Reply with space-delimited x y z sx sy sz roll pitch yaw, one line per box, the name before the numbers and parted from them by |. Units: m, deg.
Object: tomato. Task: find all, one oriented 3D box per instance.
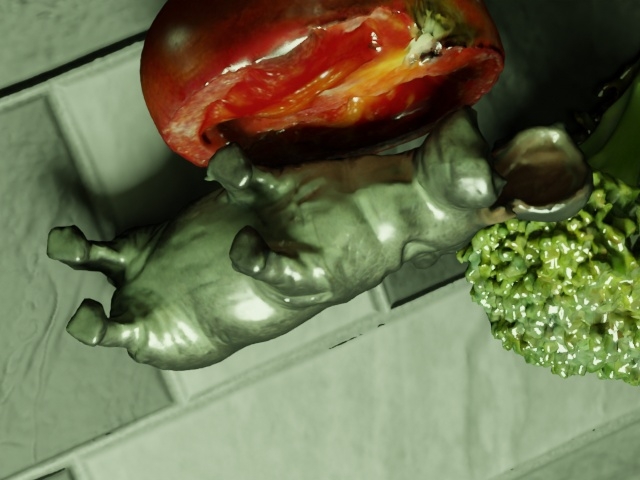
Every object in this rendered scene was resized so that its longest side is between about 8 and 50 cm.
tomato | -0.009 -0.135 1.017 0.200 0.139 0.233 -27 158 28

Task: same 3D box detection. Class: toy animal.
toy animal | -0.001 -0.006 1.030 0.343 0.106 0.168 -19 160 14

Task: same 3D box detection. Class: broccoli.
broccoli | 0.239 -0.006 1.149 0.242 0.180 0.273 26 101 -26
